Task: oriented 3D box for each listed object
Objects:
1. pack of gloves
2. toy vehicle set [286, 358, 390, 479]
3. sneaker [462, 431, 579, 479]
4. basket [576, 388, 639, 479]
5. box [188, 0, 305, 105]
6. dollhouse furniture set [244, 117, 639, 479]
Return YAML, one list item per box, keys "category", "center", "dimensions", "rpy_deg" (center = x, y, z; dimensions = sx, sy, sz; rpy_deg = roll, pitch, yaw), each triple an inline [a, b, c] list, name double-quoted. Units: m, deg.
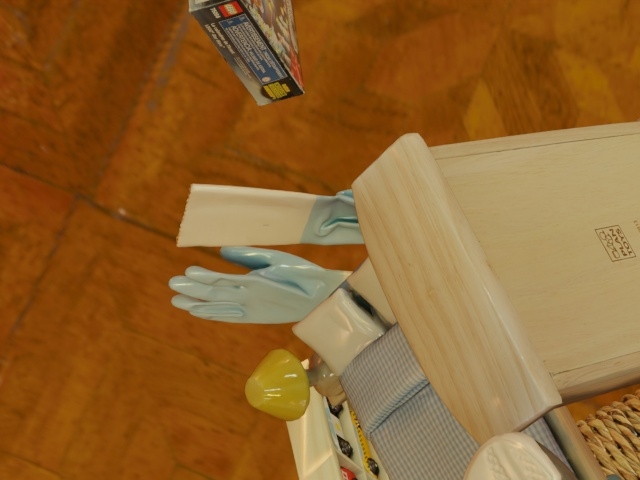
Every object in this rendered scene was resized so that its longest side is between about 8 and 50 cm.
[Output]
- category: "pack of gloves"
  center: [0.000, 0.000, 1.312]
  dimensions: [0.232, 0.195, 0.046]
  rpy_deg: [1, 57, -13]
- category: "toy vehicle set"
  center: [0.046, 0.243, 1.406]
  dimensions: [0.035, 0.166, 0.267]
  rpy_deg: [-30, 48, 17]
- category: "sneaker"
  center: [0.110, 0.137, 0.626]
  dimensions: [0.061, 0.065, 0.158]
  rpy_deg: [-41, 75, 37]
- category: "basket"
  center: [0.383, 0.306, 1.717]
  dimensions: [0.223, 0.213, 0.299]
  rpy_deg: [-26, 47, -23]
- category: "box"
  center: [-0.041, -0.147, 0.834]
  dimensions: [0.027, 0.094, 0.137]
  rpy_deg: [-14, 63, 13]
- category: "dollhouse furniture set"
  center: [0.076, 0.116, 0.874]
  dimensions: [0.303, 0.198, 0.286]
  rpy_deg: [-44, 65, 43]
